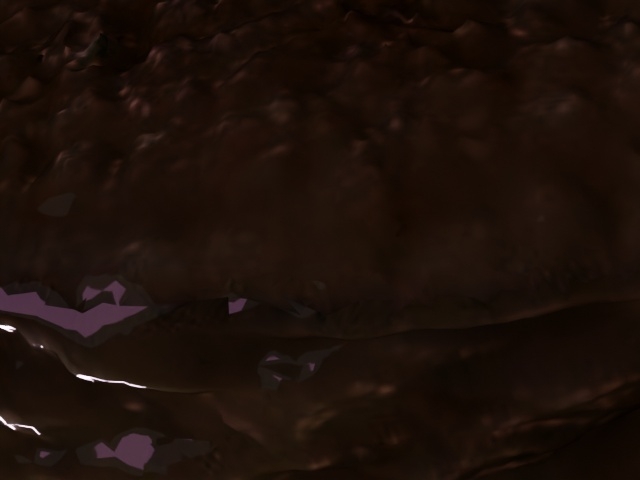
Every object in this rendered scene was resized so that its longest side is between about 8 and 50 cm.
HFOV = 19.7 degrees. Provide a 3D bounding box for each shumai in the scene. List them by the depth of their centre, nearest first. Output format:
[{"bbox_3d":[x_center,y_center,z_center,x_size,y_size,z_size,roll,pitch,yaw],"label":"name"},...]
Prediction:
[{"bbox_3d":[0.030,0.028,0.650,0.324,0.397,0.323,-74,-26,-52],"label":"shumai"}]
